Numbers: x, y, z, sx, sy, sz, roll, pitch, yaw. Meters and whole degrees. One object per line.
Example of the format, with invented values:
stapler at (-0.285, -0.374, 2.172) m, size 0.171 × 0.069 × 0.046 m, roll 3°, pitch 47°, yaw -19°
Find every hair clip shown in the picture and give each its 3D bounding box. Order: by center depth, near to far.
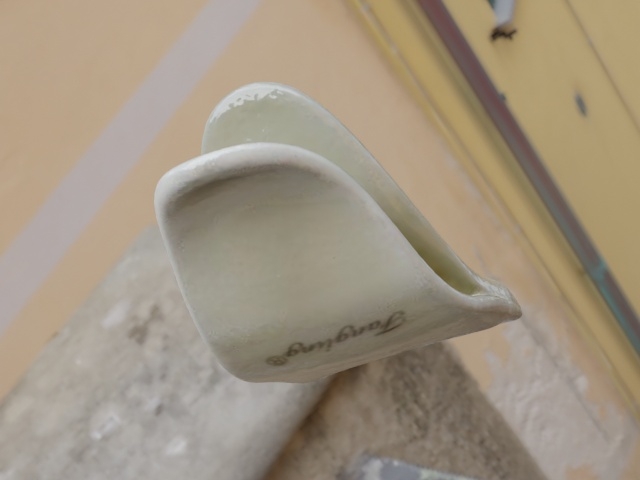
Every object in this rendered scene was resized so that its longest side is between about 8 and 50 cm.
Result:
hair clip at (0.002, 0.017, 0.786) m, size 0.172 × 0.282 × 0.113 m, roll -18°, pitch 39°, yaw 20°
